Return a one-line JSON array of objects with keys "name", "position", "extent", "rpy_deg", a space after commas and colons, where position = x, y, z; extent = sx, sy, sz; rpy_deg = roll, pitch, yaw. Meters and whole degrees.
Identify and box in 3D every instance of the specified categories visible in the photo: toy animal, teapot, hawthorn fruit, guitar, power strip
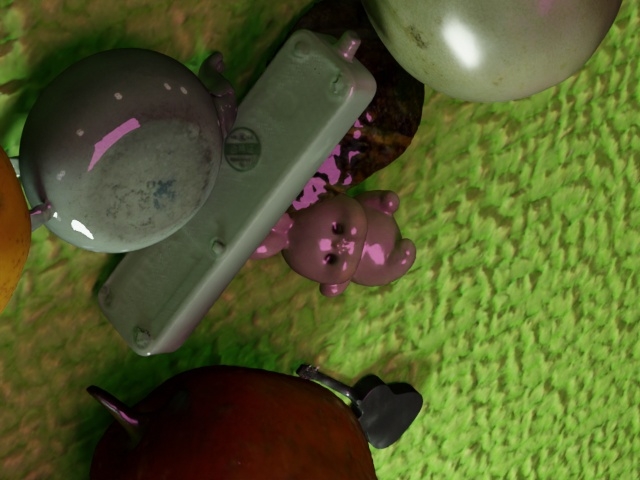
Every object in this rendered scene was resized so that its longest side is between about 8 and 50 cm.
[{"name": "toy animal", "position": [0.002, 0.000, 1.737], "extent": [0.212, 0.124, 0.124], "rpy_deg": [3, 118, -47]}, {"name": "teapot", "position": [-0.186, -0.085, 1.502], "extent": [0.294, 0.129, 0.193], "rpy_deg": [-27, 135, -21]}, {"name": "hawthorn fruit", "position": [-0.110, 0.245, 1.731], "extent": [0.369, 0.285, 0.285], "rpy_deg": [36, 93, -30]}, {"name": "guitar", "position": [0.042, 0.188, 1.984], "extent": [0.088, 0.025, 0.233], "rpy_deg": [-52, 140, 5]}, {"name": "power strip", "position": [-0.077, -0.050, 1.591], "extent": [0.385, 0.091, 0.062], "rpy_deg": [-51, 157, 21]}]

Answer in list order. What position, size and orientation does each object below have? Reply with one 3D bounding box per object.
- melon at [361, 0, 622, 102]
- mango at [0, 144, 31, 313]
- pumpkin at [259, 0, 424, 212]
[{"name": "melon", "position": [0.157, -0.292, 1.537], "extent": [0.268, 0.268, 0.330], "rpy_deg": [-30, 124, -21]}, {"name": "mango", "position": [-0.347, 0.009, 1.375], "extent": [0.191, 0.160, 0.290], "rpy_deg": [30, 130, -12]}, {"name": "pumpkin", "position": [0.006, -0.142, 1.642], "extent": [0.278, 0.111, 0.163], "rpy_deg": [-28, 131, -21]}]
